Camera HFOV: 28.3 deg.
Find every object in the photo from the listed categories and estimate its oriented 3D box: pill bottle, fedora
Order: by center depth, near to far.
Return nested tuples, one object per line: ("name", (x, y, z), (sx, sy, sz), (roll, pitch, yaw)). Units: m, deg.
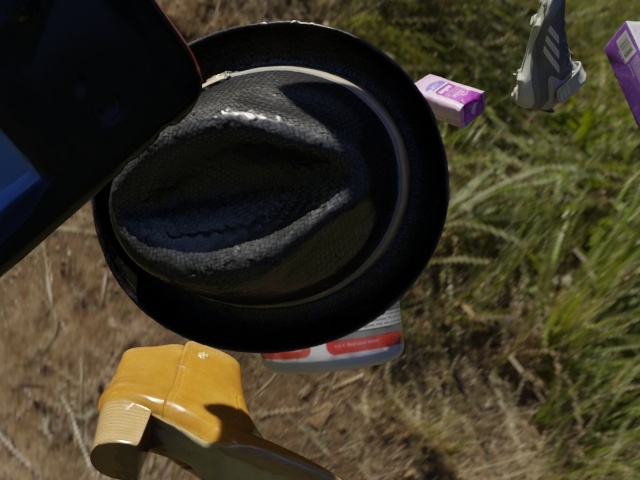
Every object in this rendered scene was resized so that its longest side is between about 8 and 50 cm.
("fedora", (-0.059, -0.039, 1.100), (0.334, 0.152, 0.334), (1, 97, 11))
("pill bottle", (0.000, 0.000, 1.827), (0.210, 0.210, 0.363), (-6, 90, -16))

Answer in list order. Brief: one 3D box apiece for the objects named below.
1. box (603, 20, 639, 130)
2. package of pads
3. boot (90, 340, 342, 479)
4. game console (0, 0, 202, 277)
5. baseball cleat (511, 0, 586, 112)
("box", (0.470, -0.121, 1.466), (0.200, 0.057, 0.293), (-3, 61, -25))
("package of pads", (0.142, -0.161, 1.455), (0.083, 0.032, 0.050), (24, 47, 33))
("boot", (-0.100, 0.201, 1.414), (0.295, 0.104, 0.211), (13, 29, 1))
("game console", (-0.281, -0.072, 0.600), (0.386, 0.060, 0.342), (-42, 123, -9))
("baseball cleat", (0.361, -0.293, 1.929), (0.109, 0.206, 0.072), (13, 33, -2))
